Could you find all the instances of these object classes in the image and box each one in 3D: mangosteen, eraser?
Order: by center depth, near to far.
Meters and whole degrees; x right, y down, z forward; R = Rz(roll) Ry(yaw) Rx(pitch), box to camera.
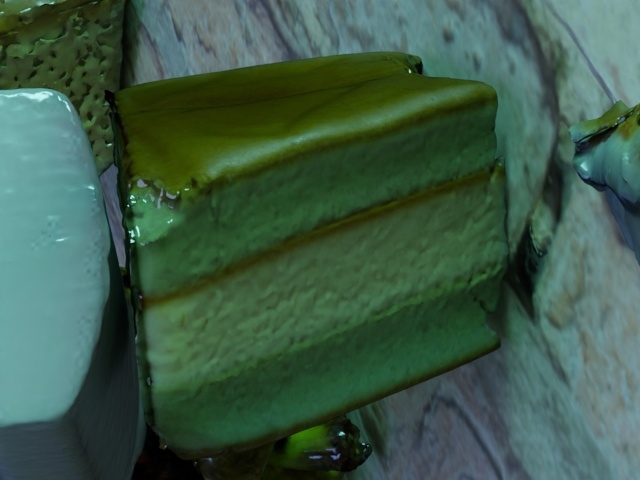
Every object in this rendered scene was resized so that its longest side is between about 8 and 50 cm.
[{"bbox_3d":[-0.148,0.050,1.065,0.270,0.095,0.174,97,168,-71],"label":"eraser"},{"bbox_3d":[-0.067,0.113,1.283,0.217,0.192,0.192,21,121,40],"label":"mangosteen"}]

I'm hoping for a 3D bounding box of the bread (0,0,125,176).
[{"bbox_3d":[-0.315,-0.203,1.676,0.315,0.279,0.248,49,152,35],"label":"bread"}]

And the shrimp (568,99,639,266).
[{"bbox_3d":[0.193,0.062,0.729,0.287,0.068,0.185,67,162,7],"label":"shrimp"}]

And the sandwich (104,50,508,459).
[{"bbox_3d":[0.000,0.000,0.991,0.227,0.198,0.155,-115,19,-71],"label":"sandwich"}]
